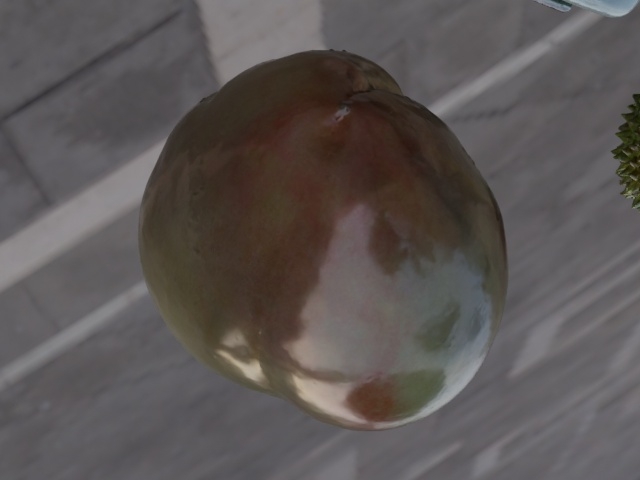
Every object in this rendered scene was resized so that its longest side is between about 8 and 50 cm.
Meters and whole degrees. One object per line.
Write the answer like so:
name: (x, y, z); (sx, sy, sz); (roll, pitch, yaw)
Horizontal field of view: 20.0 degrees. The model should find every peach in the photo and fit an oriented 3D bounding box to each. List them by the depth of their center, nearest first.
peach: (0.001, 0.000, 1.347); (0.247, 0.292, 0.292); (-39, 169, -18)

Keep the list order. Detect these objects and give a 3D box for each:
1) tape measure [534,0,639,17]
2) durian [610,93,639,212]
tape measure: (0.255, -0.358, 2.115); (0.243, 0.246, 0.125); (15, 116, -37)
durian: (0.453, -0.081, 2.023); (0.225, 0.291, 0.291); (-40, 166, 36)
